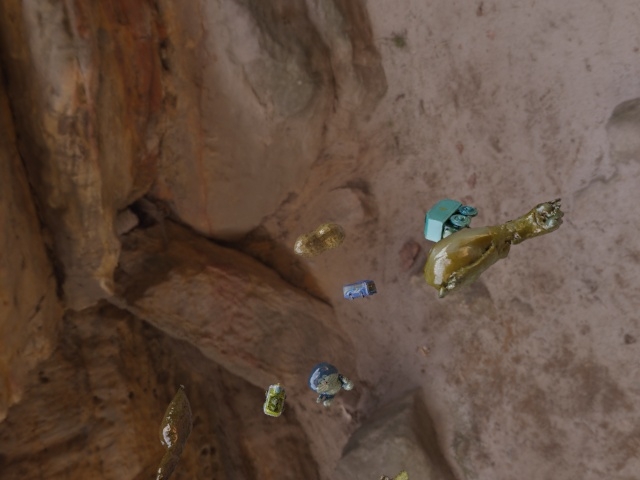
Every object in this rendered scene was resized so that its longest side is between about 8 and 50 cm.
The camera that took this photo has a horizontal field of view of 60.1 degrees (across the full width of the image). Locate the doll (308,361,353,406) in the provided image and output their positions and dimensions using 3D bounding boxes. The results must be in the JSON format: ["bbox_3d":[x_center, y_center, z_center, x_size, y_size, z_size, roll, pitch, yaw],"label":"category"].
[{"bbox_3d":[0.011,0.271,1.055,0.083,0.076,0.050,51,174,-36],"label":"doll"}]

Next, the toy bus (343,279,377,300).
[{"bbox_3d":[0.139,0.177,1.976,0.153,0.051,0.061,-21,82,58],"label":"toy bus"}]

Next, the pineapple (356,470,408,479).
[{"bbox_3d":[0.187,0.838,1.613,0.344,0.286,0.209,24,130,11],"label":"pineapple"}]

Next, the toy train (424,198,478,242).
[{"bbox_3d":[0.438,-0.062,1.867,0.154,0.198,0.107,20,127,28],"label":"toy train"}]

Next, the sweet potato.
[{"bbox_3d":[-0.339,0.456,1.286,0.269,0.074,0.075,-95,0,-59],"label":"sweet potato"}]

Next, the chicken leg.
[{"bbox_3d":[0.478,0.009,1.519,0.153,0.429,0.201,64,-175,1],"label":"chicken leg"}]

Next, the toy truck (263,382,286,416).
[{"bbox_3d":[-0.159,0.559,1.955,0.077,0.076,0.111,108,175,-67],"label":"toy truck"}]

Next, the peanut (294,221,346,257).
[{"bbox_3d":[0.001,-0.002,1.649,0.089,0.192,0.089,32,135,37],"label":"peanut"}]
